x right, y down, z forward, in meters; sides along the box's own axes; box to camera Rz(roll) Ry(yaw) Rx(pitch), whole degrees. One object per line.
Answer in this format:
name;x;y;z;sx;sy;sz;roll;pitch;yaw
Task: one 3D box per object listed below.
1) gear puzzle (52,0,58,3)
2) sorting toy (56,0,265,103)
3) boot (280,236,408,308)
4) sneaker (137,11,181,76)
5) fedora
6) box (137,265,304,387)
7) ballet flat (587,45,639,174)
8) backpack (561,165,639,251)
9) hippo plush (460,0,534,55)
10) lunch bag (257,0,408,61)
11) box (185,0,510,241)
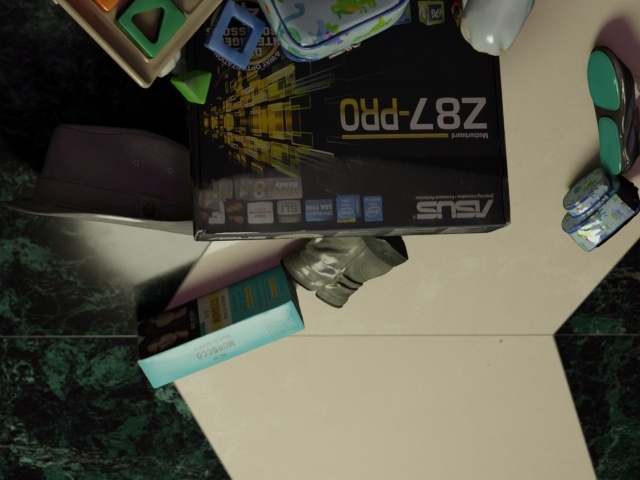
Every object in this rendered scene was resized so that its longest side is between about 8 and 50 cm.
gear puzzle;-0.319;-0.428;1.236;0.175;0.044;0.339;-47;133;-15
sorting toy;-0.186;-0.294;1.210;0.196;0.047;0.347;-54;127;-14
boot;0.000;0.000;1.615;0.161;0.083;0.246;-35;121;20
sneaker;-0.188;-0.346;1.283;0.169;0.108;0.292;-37;129;-20
fedora;-0.264;-0.085;1.443;0.275;0.244;0.124;9;92;-21
box;-0.151;0.127;1.655;0.244;0.100;0.060;-22;123;4
ballet flat;0.424;-0.192;1.577;0.074;0.074;0.203;-15;119;0
backpack;0.408;-0.049;1.644;0.084;0.105;0.114;39;112;-6
hippo plush;0.162;-0.364;1.274;0.237;0.294;0.234;29;103;2
lunch bag;0.000;-0.333;1.315;0.176;0.090;0.219;-28;87;-5
box;0.030;-0.162;1.396;0.395;0.097;0.318;-1;85;-10
